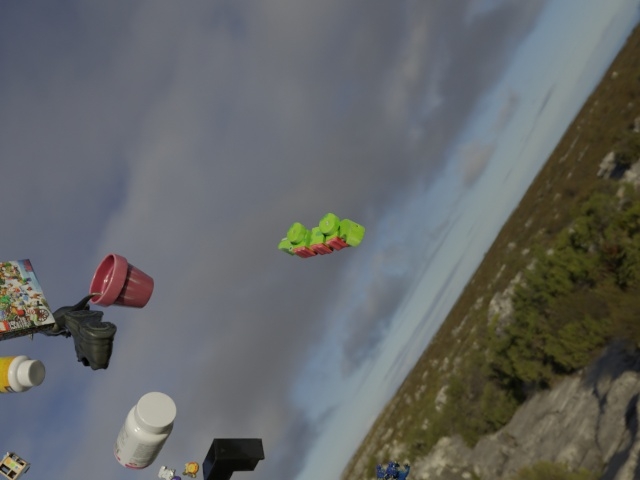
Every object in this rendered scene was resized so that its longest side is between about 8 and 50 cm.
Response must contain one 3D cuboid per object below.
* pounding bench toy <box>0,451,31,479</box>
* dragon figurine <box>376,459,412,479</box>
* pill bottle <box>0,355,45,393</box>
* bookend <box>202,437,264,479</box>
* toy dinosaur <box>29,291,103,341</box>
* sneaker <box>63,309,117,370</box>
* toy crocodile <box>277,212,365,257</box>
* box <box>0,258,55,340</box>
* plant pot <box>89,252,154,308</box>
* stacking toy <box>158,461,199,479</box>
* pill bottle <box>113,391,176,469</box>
[{"bbox_3d":[-0.819,0.601,1.671,0.052,0.065,0.083,-55,-1,-18],"label":"pounding bench toy"},{"bbox_3d":[0.279,0.900,2.265,0.144,0.085,0.288,-32,-68,-50],"label":"dragon figurine"},{"bbox_3d":[-1.001,0.432,2.009,0.117,0.215,0.117,-7,-90,-75],"label":"pill bottle"},{"bbox_3d":[-0.276,0.697,1.975,0.072,0.157,0.156,-108,33,-46],"label":"bookend"},{"bbox_3d":[-0.879,0.272,2.131,0.314,0.120,0.160,-18,-4,8],"label":"toy dinosaur"},{"bbox_3d":[-0.624,0.263,1.675,0.109,0.286,0.130,1,-82,-29],"label":"sneaker"},{"bbox_3d":[0.000,0.000,1.915,0.115,0.341,0.105,32,-124,-38],"label":"toy crocodile"},{"bbox_3d":[-0.869,0.164,1.762,0.159,0.233,0.044,-10,-33,-44],"label":"box"},{"bbox_3d":[-0.736,0.169,2.345,0.180,0.201,0.201,26,-84,-34],"label":"plant pot"},{"bbox_3d":[-0.479,0.825,2.010,0.167,0.052,0.221,40,-114,-65],"label":"stacking toy"},{"bbox_3d":[-0.607,0.661,2.179,0.160,0.160,0.283,-42,-12,-53],"label":"pill bottle"}]
